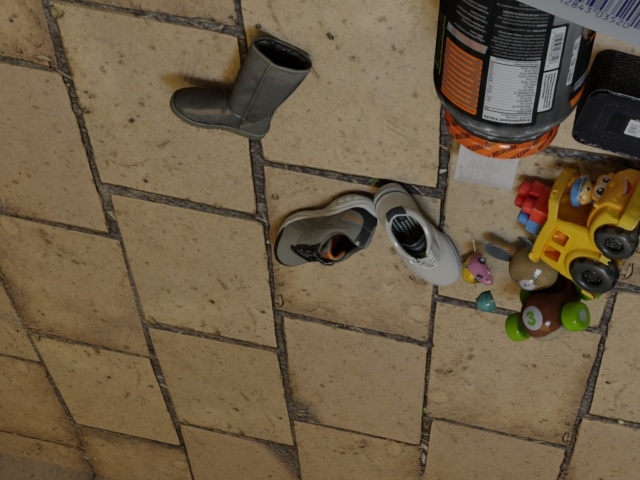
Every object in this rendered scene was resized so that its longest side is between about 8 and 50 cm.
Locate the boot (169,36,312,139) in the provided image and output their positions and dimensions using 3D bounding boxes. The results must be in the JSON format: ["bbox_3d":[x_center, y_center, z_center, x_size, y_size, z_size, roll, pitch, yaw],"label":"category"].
[{"bbox_3d":[-0.132,-0.251,1.897,0.189,0.076,0.208,10,155,-15],"label":"boot"}]

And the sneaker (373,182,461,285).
[{"bbox_3d":[0.172,0.012,2.095,0.094,0.091,0.258,-30,128,18],"label":"sneaker"}]

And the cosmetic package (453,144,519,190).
[{"bbox_3d":[0.271,-0.180,1.825,0.099,0.060,0.239,11,145,6],"label":"cosmetic package"}]

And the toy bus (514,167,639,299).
[{"bbox_3d":[0.417,-0.044,1.902,0.211,0.149,0.220,30,146,11],"label":"toy bus"}]

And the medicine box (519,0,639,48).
[{"bbox_3d":[0.335,-0.379,1.307,0.263,0.289,0.149,20,146,-4],"label":"medicine box"}]

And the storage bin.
[{"bbox_3d":[0.468,-0.187,1.705,0.180,0.084,0.122,15,146,2],"label":"storage bin"}]

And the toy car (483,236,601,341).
[{"bbox_3d":[0.374,0.069,2.077,0.155,0.149,0.188,-16,122,47],"label":"toy car"}]

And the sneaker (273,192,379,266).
[{"bbox_3d":[0.000,0.000,2.165,0.100,0.108,0.271,34,144,-26],"label":"sneaker"}]

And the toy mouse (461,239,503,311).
[{"bbox_3d":[0.288,0.079,2.122,0.031,0.143,0.161,-18,132,-6],"label":"toy mouse"}]

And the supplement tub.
[{"bbox_3d":[0.255,-0.280,1.535,0.207,0.207,0.338,11,140,9],"label":"supplement tub"}]
